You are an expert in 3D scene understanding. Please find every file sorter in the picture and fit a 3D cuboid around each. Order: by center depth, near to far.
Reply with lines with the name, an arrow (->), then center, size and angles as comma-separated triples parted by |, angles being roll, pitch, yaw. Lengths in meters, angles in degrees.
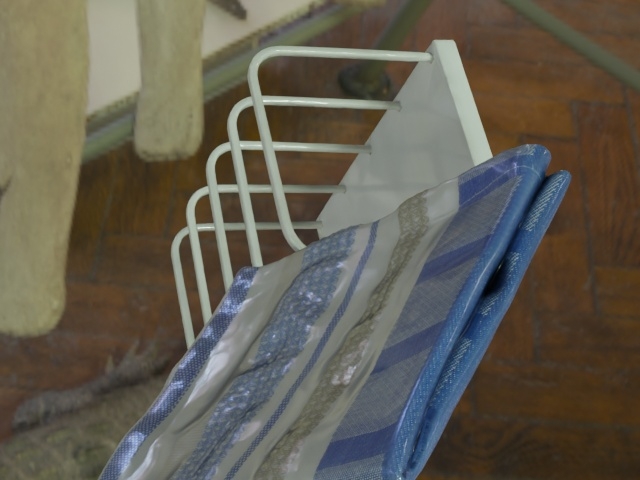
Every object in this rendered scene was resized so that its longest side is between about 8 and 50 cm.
file sorter -> 0.000, 0.000, 0.940 | 0.173, 0.277, 0.192 | -2, 61, -22

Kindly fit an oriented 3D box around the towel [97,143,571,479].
towel -> -0.008, 0.060, 0.632 | 0.034, 0.285, 0.209 | 45, 54, -17
